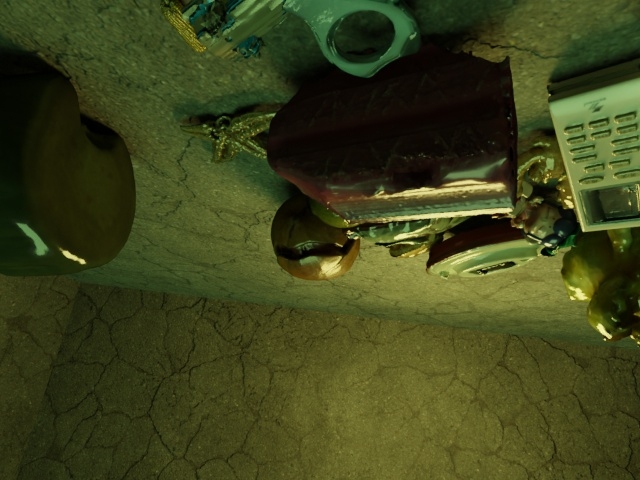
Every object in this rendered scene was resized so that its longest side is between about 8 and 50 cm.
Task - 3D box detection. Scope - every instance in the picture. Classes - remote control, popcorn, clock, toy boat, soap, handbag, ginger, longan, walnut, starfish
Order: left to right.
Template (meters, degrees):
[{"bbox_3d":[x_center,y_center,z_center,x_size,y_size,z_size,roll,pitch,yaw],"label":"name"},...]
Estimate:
[{"bbox_3d":[-0.138,-0.180,0.749,0.247,0.050,0.138,2,162,25],"label":"starfish"},{"bbox_3d":[-0.058,-0.268,0.445,0.210,0.066,0.084,-19,161,32],"label":"toy boat"},{"bbox_3d":[0.000,0.000,0.998,0.208,0.209,0.336,3,173,14],"label":"walnut"},{"bbox_3d":[0.054,-0.104,0.775,0.145,0.176,0.155,53,177,-1],"label":"longan"},{"bbox_3d":[0.078,-0.133,0.533,0.324,0.220,0.127,-2,154,25],"label":"soap"},{"bbox_3d":[0.187,-0.055,0.864,0.235,0.127,0.213,-4,-174,36],"label":"handbag"},{"bbox_3d":[0.416,0.039,0.996,0.318,0.080,0.318,-7,162,-2],"label":"clock"},{"bbox_3d":[0.401,-0.110,0.682,0.193,0.053,0.176,-18,140,10],"label":"ginger"},{"bbox_3d":[0.410,-0.114,0.585,0.103,0.056,0.277,-8,139,38],"label":"remote control"},{"bbox_3d":[0.618,0.029,0.763,0.321,0.290,0.326,-38,105,19],"label":"popcorn"}]

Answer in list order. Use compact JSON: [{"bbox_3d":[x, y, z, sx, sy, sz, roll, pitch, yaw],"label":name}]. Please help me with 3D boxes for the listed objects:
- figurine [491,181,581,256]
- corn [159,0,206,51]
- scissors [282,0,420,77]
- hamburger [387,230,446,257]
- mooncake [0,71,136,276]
[{"bbox_3d":[0.422,-0.051,0.793,0.195,0.111,0.102,32,-173,-9],"label":"figurine"},{"bbox_3d":[-0.174,-0.274,0.518,0.028,0.027,0.083,19,168,22],"label":"corn"},{"bbox_3d":[-0.045,-0.246,0.380,0.360,0.029,0.191,-3,151,-19],"label":"scissors"},{"bbox_3d":[0.255,-0.013,1.036,0.102,0.087,0.176,0,158,-36],"label":"hamburger"},{"bbox_3d":[-0.484,-0.101,0.720,0.187,0.351,0.351,-4,161,0],"label":"mooncake"}]
